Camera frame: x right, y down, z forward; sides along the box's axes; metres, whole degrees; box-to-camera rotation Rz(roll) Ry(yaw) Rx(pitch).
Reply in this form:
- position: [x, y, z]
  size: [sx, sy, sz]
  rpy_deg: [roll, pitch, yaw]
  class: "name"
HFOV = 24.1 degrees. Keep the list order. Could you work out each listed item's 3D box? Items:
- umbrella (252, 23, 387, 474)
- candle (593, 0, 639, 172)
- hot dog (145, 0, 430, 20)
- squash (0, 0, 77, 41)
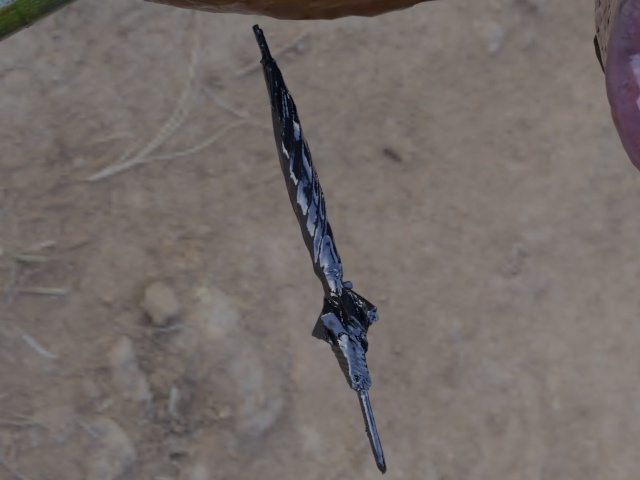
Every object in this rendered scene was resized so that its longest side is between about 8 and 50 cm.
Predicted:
- position: [0.000, -0.001, 0.460]
  size: [0.022, 0.022, 0.149]
  rpy_deg: [62, 11, -81]
  class: "umbrella"
- position: [0.287, -0.059, 0.628]
  size: [0.317, 0.287, 0.131]
  rpy_deg: [49, 25, -22]
  class: "candle"
- position: [-0.041, -0.168, 0.508]
  size: [0.266, 0.387, 0.174]
  rpy_deg: [8, 99, -14]
  class: "hot dog"
- position: [-0.143, -0.150, 0.774]
  size: [0.228, 0.066, 0.066]
  rpy_deg: [-27, 117, 5]
  class: "squash"
